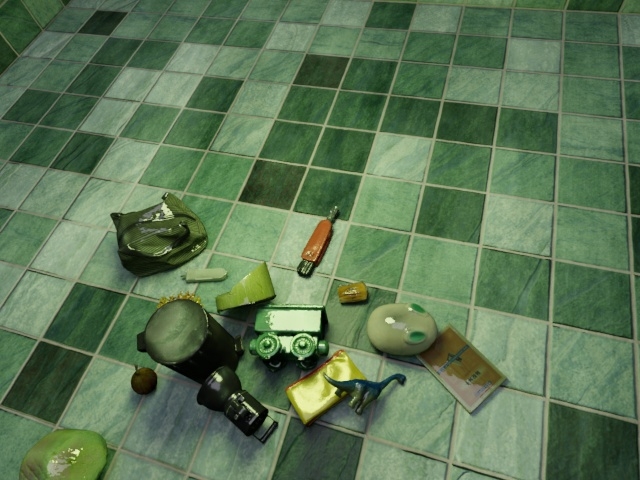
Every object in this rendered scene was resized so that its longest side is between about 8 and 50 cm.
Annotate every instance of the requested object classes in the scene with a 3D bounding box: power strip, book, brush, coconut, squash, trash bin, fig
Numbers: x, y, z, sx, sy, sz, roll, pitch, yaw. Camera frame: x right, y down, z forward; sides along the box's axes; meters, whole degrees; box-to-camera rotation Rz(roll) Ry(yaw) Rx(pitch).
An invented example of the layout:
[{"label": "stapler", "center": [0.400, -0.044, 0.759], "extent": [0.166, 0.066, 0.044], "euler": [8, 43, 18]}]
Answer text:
[{"label": "power strip", "center": [-0.447, 0.134, 1.710], "extent": [0.191, 0.030, 0.047], "euler": [-3, 60, 6]}, {"label": "book", "center": [0.445, 0.403, 1.427], "extent": [0.170, 0.018, 0.241], "euler": [-37, 61, -14]}, {"label": "brush", "center": [0.000, 0.000, 1.722], "extent": [0.071, 0.051, 0.323], "euler": [17, 66, 25]}, {"label": "coconut", "center": [-0.766, 0.677, 1.326], "extent": [0.236, 0.205, 0.235], "euler": [-5, 79, 28]}, {"label": "squash", "center": [-0.270, 0.172, 1.542], "extent": [0.220, 0.220, 0.133], "euler": [-20, 91, -4]}, {"label": "trash bin", "center": [-0.400, 0.335, 1.424], "extent": [0.252, 0.301, 0.202], "euler": [-17, 59, 1]}, {"label": "fig", "center": [-0.596, 0.458, 1.478], "extent": [0.089, 0.125, 0.088], "euler": [-3, 54, 4]}]

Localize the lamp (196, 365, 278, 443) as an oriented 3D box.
[{"label": "lamp", "center": [-0.253, 0.511, 1.373], "extent": [0.228, 0.172, 0.147], "euler": [30, 66, 25]}]

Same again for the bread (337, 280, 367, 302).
[{"label": "bread", "center": [0.115, 0.185, 1.588], "extent": [0.106, 0.053, 0.072], "euler": [-10, 54, 8]}]

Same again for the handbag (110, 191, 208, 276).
[{"label": "handbag", "center": [-0.630, -0.027, 1.716], "extent": [0.341, 0.240, 0.247], "euler": [-23, 63, -8]}]

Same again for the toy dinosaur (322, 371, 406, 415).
[{"label": "toy dinosaur", "center": [0.137, 0.431, 1.372], "extent": [0.248, 0.075, 0.188], "euler": [42, 73, -15]}]

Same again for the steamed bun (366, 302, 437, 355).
[{"label": "steamed bun", "center": [0.265, 0.281, 1.455], "extent": [0.228, 0.130, 0.177], "euler": [5, 54, 17]}]

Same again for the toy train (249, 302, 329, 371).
[{"label": "toy train", "center": [-0.101, 0.321, 1.481], "extent": [0.266, 0.145, 0.201], "euler": [0, 56, 7]}]

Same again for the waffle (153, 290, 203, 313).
[{"label": "waffle", "center": [-0.517, 0.272, 1.605], "extent": [0.193, 0.070, 0.197], "euler": [-23, 55, -1]}]

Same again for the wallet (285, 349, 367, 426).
[{"label": "wallet", "center": [0.016, 0.469, 1.427], "extent": [0.241, 0.067, 0.141], "euler": [-31, 55, -16]}]
